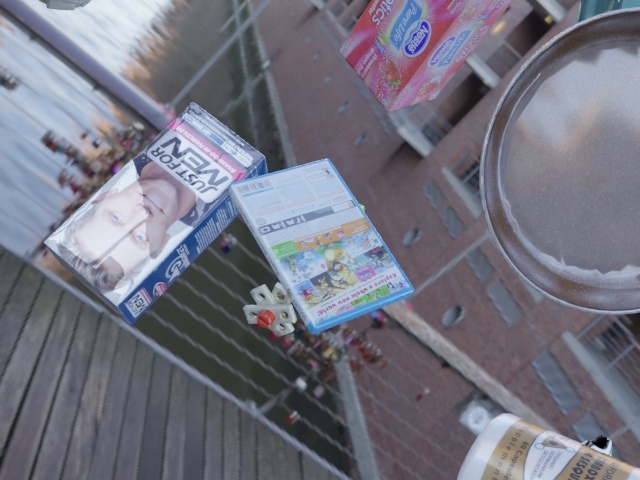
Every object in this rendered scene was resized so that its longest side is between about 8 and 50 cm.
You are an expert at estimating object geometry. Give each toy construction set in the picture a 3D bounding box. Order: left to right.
[{"bbox_3d":[-0.008,0.037,1.558,0.215,0.151,0.327,13,47,21],"label":"toy construction set"}]

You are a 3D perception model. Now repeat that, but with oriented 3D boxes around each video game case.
[{"bbox_3d":[0.000,0.000,0.791,0.119,0.015,0.166,-18,65,-33],"label":"video game case"}]

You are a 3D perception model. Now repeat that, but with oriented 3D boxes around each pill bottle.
[{"bbox_3d":[0.249,0.262,0.764,0.229,0.131,0.131,19,-1,32],"label":"pill bottle"}]

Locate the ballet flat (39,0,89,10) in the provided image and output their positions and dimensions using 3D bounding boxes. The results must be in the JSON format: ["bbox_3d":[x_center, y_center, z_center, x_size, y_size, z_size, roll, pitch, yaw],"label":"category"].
[{"bbox_3d":[-0.326,-0.372,1.058,0.147,0.147,0.409,33,18,-38],"label":"ballet flat"}]

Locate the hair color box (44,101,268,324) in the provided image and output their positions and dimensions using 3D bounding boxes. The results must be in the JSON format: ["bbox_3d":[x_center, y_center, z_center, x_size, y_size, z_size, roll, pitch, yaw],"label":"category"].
[{"bbox_3d":[-0.265,-0.049,1.388,0.174,0.347,0.105,37,-17,15],"label":"hair color box"}]

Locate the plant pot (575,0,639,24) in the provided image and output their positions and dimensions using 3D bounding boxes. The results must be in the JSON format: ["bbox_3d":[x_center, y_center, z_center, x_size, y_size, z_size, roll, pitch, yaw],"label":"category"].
[{"bbox_3d":[0.468,-0.289,1.054,0.235,0.293,0.293,10,18,-3],"label":"plant pot"}]

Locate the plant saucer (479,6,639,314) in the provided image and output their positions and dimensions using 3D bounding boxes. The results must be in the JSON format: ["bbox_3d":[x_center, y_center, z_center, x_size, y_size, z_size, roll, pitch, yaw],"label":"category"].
[{"bbox_3d":[0.309,-0.078,0.849,0.310,0.310,0.050,41,7,-14],"label":"plant saucer"}]

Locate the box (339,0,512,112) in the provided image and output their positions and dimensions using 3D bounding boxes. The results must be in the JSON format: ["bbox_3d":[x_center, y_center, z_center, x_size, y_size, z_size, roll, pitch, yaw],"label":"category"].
[{"bbox_3d":[0.183,-0.372,1.373,0.142,0.300,0.154,-24,72,-40],"label":"box"}]

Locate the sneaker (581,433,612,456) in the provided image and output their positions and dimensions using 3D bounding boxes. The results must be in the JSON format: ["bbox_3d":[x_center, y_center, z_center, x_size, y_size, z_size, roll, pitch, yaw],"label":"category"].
[{"bbox_3d":[0.341,0.287,1.092,0.109,0.043,0.040,-17,30,-28],"label":"sneaker"}]
